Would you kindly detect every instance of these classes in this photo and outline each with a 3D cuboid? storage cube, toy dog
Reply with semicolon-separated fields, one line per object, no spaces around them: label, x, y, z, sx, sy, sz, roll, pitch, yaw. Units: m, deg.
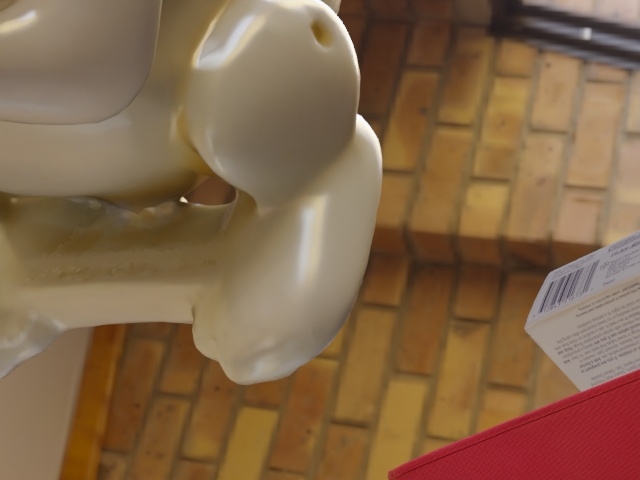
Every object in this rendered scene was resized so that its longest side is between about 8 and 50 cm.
storage cube;0.174;0.217;0.831;0.184;0.215;0.193;54;-165;-51
toy dog;-0.150;-0.165;0.677;0.408;0.284;0.395;48;-120;-41

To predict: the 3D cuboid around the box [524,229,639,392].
box;0.251;0.070;1.082;0.137;0.126;0.072;47;-136;-14
